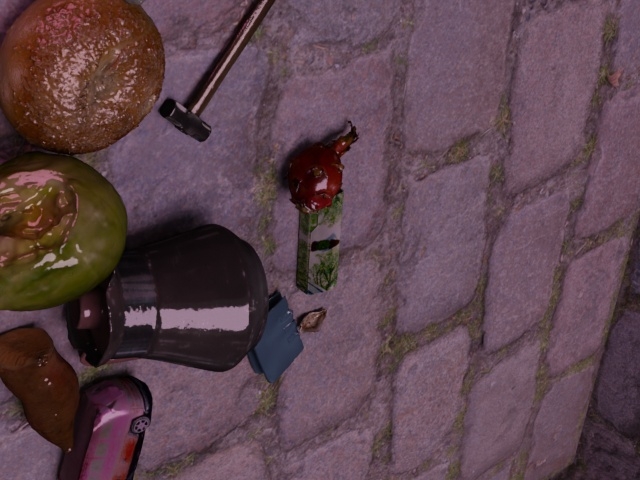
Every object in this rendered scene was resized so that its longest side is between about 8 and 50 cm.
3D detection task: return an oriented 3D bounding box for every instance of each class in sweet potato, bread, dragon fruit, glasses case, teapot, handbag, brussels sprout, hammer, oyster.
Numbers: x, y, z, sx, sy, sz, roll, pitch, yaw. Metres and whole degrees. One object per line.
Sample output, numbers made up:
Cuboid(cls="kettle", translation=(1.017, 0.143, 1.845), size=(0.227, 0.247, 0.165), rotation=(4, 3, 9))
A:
Cuboid(cls="sweet potato", translation=(-0.549, 0.317, 1.856), size=(0.131, 0.131, 0.337), rotation=(-34, 136, -21))
Cuboid(cls="bread", translation=(-0.398, -0.282, 1.554), size=(0.305, 0.158, 0.306), rotation=(-22, 130, -29))
Cuboid(cls="dragon fruit", translation=(0.012, -0.170, 2.049), size=(0.246, 0.125, 0.125), rotation=(-51, 121, -18))
Cuboid(cls="glasses case", translation=(0.000, 0.000, 2.191), size=(0.095, 0.062, 0.272), rotation=(-21, 129, -32))
Cuboid(cls="teapot", translation=(-0.333, 0.139, 1.848), size=(0.361, 0.306, 0.376), rotation=(-1, 147, -33))
Cuboid(cls="handbag", translation=(-0.118, 0.241, 2.258), size=(0.144, 0.057, 0.221), rotation=(-38, 137, -23))
Cuboid(cls="brussels sprout", translation=(-0.495, -0.013, 1.541), size=(0.344, 0.344, 0.268), rotation=(-13, 97, -37))
Cuboid(cls="hammer", translation=(-0.178, -0.369, 1.794), size=(0.111, 0.043, 0.365), rotation=(32, 91, -48))
Cuboid(cls="oyster", translation=(-0.021, 0.209, 2.338), size=(0.093, 0.034, 0.051), rotation=(-14, 106, -35))

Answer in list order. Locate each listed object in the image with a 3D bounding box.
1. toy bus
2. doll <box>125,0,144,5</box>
Cuboid(cls="toy bus", translation=(-0.474, 0.447, 2.010), size=(0.147, 0.127, 0.303), rotation=(0, 117, -40))
Cuboid(cls="doll", translation=(-0.314, -0.493, 1.510), size=(0.071, 0.103, 0.214), rotation=(-8, 93, 4))
